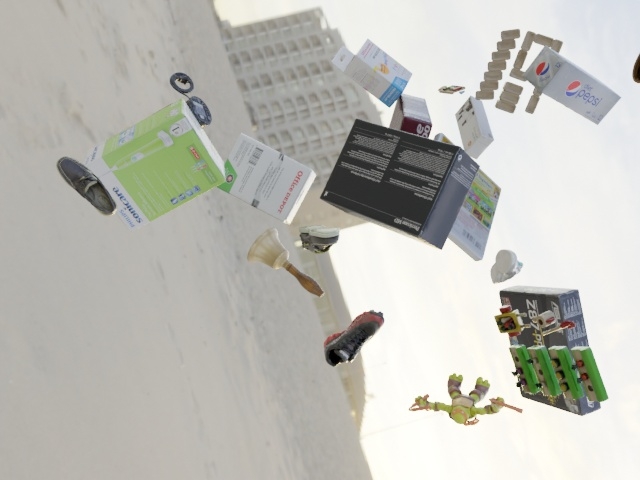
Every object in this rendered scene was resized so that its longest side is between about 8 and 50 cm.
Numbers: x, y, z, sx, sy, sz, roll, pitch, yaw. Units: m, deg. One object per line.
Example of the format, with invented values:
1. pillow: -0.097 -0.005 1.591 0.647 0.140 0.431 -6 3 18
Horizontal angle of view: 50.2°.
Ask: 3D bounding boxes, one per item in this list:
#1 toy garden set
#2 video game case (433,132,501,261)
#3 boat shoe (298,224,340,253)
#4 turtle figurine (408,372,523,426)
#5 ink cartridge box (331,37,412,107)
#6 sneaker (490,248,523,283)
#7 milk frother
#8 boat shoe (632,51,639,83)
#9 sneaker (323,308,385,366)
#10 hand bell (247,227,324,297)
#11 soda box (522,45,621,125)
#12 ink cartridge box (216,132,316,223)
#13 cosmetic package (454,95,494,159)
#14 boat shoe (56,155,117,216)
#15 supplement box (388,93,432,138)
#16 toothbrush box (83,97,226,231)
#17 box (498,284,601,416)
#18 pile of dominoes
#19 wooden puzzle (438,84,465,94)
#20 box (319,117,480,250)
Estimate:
1. toy garden set: 0.462 0.234 1.428 0.244 0.049 0.204 -20 -91 68
2. video game case: 0.311 -0.097 1.535 0.026 0.227 0.206 -17 -137 51
3. boat shoe: 0.000 0.000 1.781 0.228 0.081 0.069 -164 -111 -74
4. turtle figurine: 0.364 0.401 1.676 0.217 0.269 0.087 -29 110 -68
5. ink cartridge box: 0.127 -0.420 1.664 0.061 0.181 0.104 -47 -169 42
6. sneaker: 0.621 0.079 2.226 0.212 0.094 0.080 90 -7 -69
7. milk frother: -0.376 -0.343 1.784 0.129 0.134 0.143 35 38 -48
8. boat shoe: 0.751 -0.436 1.397 0.324 0.119 0.123 98 -23 -53
9. sneaker: 0.113 0.344 2.348 0.097 0.276 0.135 43 28 -14
10. hand bell: -0.083 0.082 1.981 0.242 0.126 0.126 38 -20 18
11. soda box: 0.663 -0.404 1.795 0.098 0.286 0.091 -55 -137 25
12. ink cartridge box: -0.191 -0.212 2.395 0.211 0.289 0.121 -62 171 1
13. cosmetic package: 0.541 -0.403 2.418 0.099 0.060 0.239 -54 -155 38
14. boat shoe: -0.467 -0.113 1.380 0.152 0.056 0.049 45 -19 -17
15. supplement box: 0.206 -0.257 1.619 0.239 0.073 0.130 -80 -176 -64
16. toothbrush box: -0.408 -0.186 1.696 0.206 0.283 0.122 59 5 -31
17. box: 0.755 0.352 2.265 0.318 0.097 0.395 178 -101 -68
18. pile of dominoes: 0.610 -0.526 2.124 0.040 0.196 0.251 -79 -173 -73
19. wooden puzzle: 0.469 -0.540 2.437 0.116 0.078 0.014 16 -53 40
20. box: 0.151 -0.114 1.346 0.261 0.184 0.103 25 -3 40
